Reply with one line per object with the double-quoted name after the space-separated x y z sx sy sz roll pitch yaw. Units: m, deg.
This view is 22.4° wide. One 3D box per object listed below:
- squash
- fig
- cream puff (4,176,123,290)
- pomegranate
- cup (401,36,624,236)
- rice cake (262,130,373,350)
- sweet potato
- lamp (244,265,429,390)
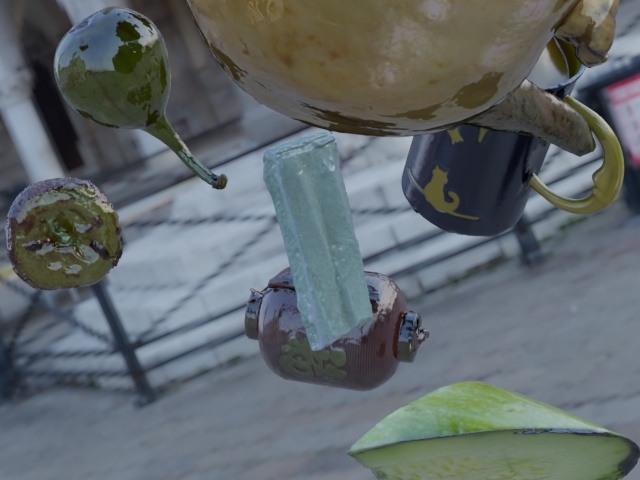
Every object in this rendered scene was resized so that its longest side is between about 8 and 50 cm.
0.190 0.227 1.639 0.204 0.237 0.155 -50 46 5 "squash"
-0.182 -0.144 1.727 0.124 0.236 0.124 -35 25 19 "fig"
-0.312 -0.008 1.972 0.149 0.149 0.084 -23 13 2 "cream puff"
0.080 -0.270 1.343 0.411 0.411 0.411 -23 7 3 "pomegranate"
0.222 -0.115 1.964 0.178 0.255 0.256 -9 -44 -25 "cup"
0.000 0.000 1.728 0.085 0.226 0.040 -17 8 -28 "rice cake"
0.216 -0.148 1.799 0.075 0.075 0.273 -17 -21 40 "sweet potato"
0.021 0.117 2.263 0.258 0.180 0.180 6 15 14 "lamp"
